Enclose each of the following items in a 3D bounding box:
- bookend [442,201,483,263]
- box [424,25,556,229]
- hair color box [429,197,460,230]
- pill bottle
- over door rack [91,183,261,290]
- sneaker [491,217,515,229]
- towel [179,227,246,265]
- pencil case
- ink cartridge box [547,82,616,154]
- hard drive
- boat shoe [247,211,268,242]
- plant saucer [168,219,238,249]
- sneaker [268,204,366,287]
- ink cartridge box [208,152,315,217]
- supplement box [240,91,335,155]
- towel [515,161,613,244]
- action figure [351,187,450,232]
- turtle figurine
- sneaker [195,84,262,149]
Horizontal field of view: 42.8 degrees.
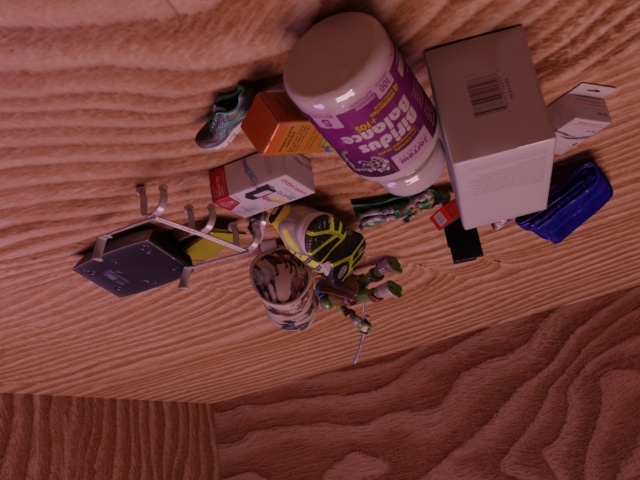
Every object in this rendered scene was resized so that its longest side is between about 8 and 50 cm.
[{"bbox_3d":[0.364,-0.005,2.100,0.072,0.157,0.156,-12,160,5],"label":"bookend"},{"bbox_3d":[0.303,-0.185,1.456,0.168,0.215,0.345,-14,161,8],"label":"box"},{"bbox_3d":[0.335,-0.082,1.950,0.141,0.043,0.072,-32,172,-27],"label":"hair color box"},{"bbox_3d":[0.084,-0.197,1.272,0.169,0.169,0.301,-19,144,23],"label":"pill bottle"},{"bbox_3d":[-0.305,-0.013,1.717,0.239,0.108,0.324,23,149,-30],"label":"over door rack"},{"bbox_3d":[0.472,-0.102,1.997,0.104,0.095,0.236,-17,166,-1],"label":"sneaker"},{"bbox_3d":[-0.284,0.019,1.950,0.102,0.021,0.237,2,158,-42],"label":"towel"},{"bbox_3d":[-0.092,0.134,2.235,0.160,0.183,0.410,-6,163,1],"label":"pencil case"},{"bbox_3d":[0.504,-0.241,1.641,0.104,0.060,0.180,1,158,-29],"label":"ink cartridge box"},{"bbox_3d":[-0.439,0.054,1.925,0.254,0.054,0.172,-19,140,31],"label":"hard drive"},{"bbox_3d":[-0.150,-0.035,1.919,0.040,0.049,0.142,12,156,-5],"label":"boat shoe"},{"bbox_3d":[-0.278,-0.006,1.952,0.168,0.029,0.168,-10,160,-4],"label":"plant saucer"},{"bbox_3d":[0.000,0.000,1.975,0.147,0.145,0.385,29,169,25],"label":"sneaker"},{"bbox_3d":[-0.117,-0.118,1.645,0.175,0.072,0.127,-18,159,23],"label":"ink cartridge box"},{"bbox_3d":[-0.014,-0.198,1.371,0.233,0.080,0.078,-12,145,-43],"label":"supplement box"},{"bbox_3d":[0.617,-0.080,2.022,0.227,0.076,0.308,-37,160,18],"label":"towel"},{"bbox_3d":[0.198,-0.079,1.956,0.232,0.063,0.137,-17,157,7],"label":"action figure"},{"bbox_3d":[0.148,0.178,2.467,0.266,0.275,0.198,-30,-172,35],"label":"turtle figurine"},{"bbox_3d":[-0.161,-0.214,1.381,0.166,0.065,0.076,-31,146,28],"label":"sneaker"}]
